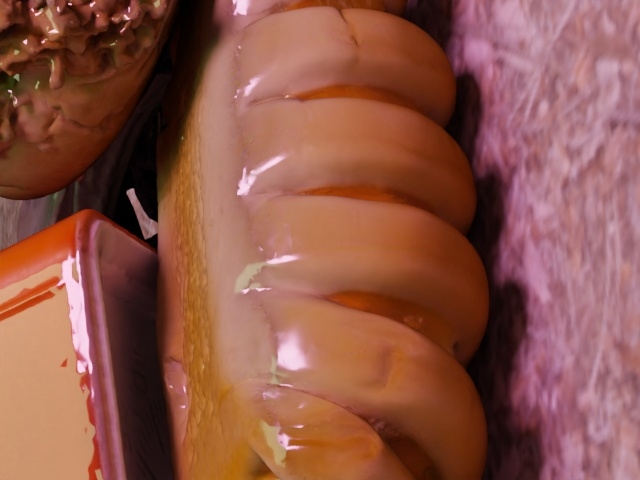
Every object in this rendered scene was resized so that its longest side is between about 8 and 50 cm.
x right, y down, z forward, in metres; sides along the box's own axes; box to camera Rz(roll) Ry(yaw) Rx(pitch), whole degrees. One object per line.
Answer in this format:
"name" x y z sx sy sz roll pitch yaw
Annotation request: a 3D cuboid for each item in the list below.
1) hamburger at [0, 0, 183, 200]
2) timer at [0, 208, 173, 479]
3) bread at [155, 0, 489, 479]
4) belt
"hamburger" -0.132 -0.140 0.824 0.243 0.146 0.286 -68 16 2
"timer" -0.086 0.144 0.838 0.161 0.250 0.257 -18 72 27
"bread" 0.000 0.000 0.756 0.173 0.121 0.311 121 150 -57
"belt" -0.090 -0.050 1.011 0.126 0.139 0.230 -111 35 -51
